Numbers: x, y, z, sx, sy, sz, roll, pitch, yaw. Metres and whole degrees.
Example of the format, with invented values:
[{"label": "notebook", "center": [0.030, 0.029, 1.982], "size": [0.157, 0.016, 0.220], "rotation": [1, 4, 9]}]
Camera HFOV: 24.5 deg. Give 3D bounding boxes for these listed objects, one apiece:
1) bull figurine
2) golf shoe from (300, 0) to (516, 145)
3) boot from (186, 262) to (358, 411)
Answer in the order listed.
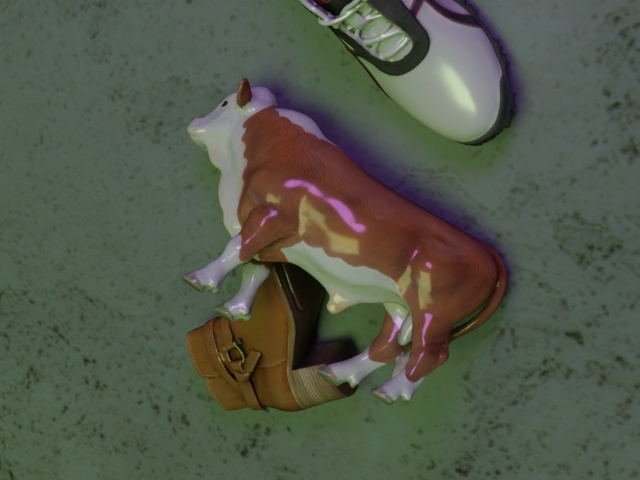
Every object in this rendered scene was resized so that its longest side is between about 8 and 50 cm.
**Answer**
[{"label": "bull figurine", "center": [0.000, 0.000, 1.231], "size": [0.310, 0.101, 0.188], "rotation": [30, 77, 8]}, {"label": "golf shoe", "center": [0.041, -0.176, 1.161], "size": [0.105, 0.120, 0.273], "rotation": [-40, 90, 33]}, {"label": "boot", "center": [-0.063, 0.071, 1.348], "size": [0.152, 0.073, 0.197], "rotation": [-12, 101, 36]}]
